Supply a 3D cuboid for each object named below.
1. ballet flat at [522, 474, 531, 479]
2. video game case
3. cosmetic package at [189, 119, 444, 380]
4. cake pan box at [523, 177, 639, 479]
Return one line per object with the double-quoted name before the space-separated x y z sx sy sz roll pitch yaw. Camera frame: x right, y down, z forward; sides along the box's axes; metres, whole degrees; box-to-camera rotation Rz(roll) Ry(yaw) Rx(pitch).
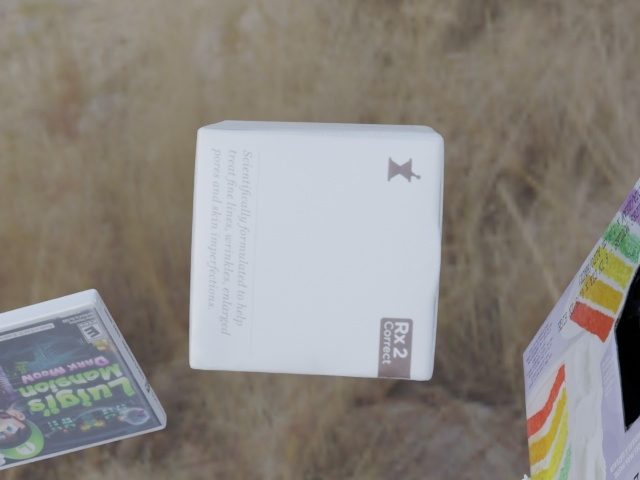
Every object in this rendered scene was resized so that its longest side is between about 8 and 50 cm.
"ballet flat" 0.182 0.324 1.531 0.091 0.241 0.077 12 12 -47
"video game case" -0.256 0.130 1.484 0.190 0.173 0.022 -15 41 9
"cosmetic package" 0.000 0.000 1.080 0.151 0.151 0.184 2 5 2
"cake pan box" 0.218 0.104 1.117 0.070 0.267 0.246 11 50 -13
